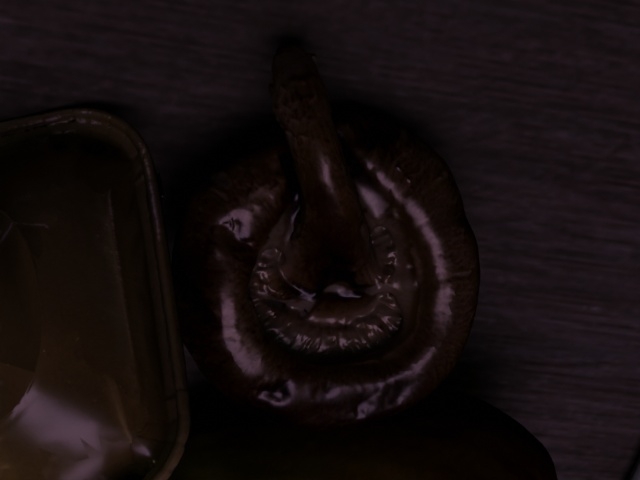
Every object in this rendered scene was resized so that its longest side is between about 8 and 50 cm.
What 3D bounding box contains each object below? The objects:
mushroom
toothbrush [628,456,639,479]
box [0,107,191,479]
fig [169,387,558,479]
[{"bbox_3d":[-0.001,-0.001,0.659,0.135,0.080,0.170,-16,119,-18],"label":"mushroom"},{"bbox_3d":[0.197,0.076,0.800,0.030,0.030,0.304,4,127,-15],"label":"toothbrush"},{"bbox_3d":[-0.107,0.033,0.612,0.111,0.177,0.111,-10,153,-5],"label":"box"},{"bbox_3d":[-0.025,0.128,0.734,0.274,0.145,0.170,17,151,-5],"label":"fig"}]
